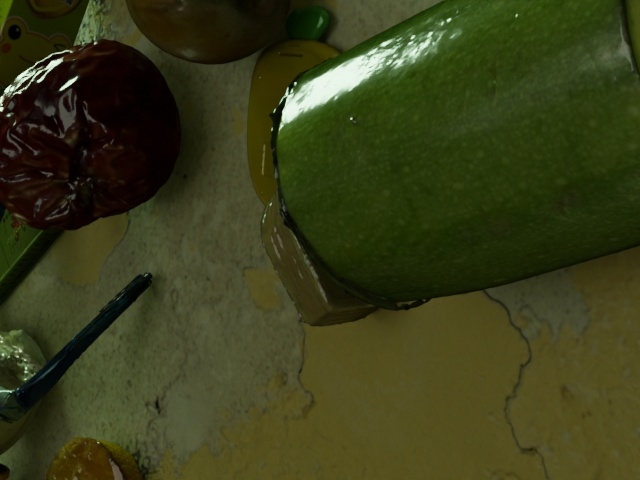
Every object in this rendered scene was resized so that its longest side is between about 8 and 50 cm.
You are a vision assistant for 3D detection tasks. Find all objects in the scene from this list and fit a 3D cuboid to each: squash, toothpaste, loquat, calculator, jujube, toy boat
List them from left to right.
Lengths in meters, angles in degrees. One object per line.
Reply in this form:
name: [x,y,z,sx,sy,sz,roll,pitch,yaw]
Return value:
toothpaste: [-0.381,-0.268,1.732,0.077,0.110,0.328,11,80,45]
jujube: [-0.283,-0.125,1.633,0.232,0.213,0.213,-23,73,24]
loquat: [-0.131,-0.289,1.507,0.227,0.179,0.179,22,105,50]
calculator: [-0.027,-0.144,1.500,0.146,0.032,0.235,10,99,44]
toy boat: [0.000,0.000,1.418,0.061,0.116,0.188,-44,63,43]
squash: [0.171,-0.099,1.153,0.384,0.263,0.263,-21,75,43]

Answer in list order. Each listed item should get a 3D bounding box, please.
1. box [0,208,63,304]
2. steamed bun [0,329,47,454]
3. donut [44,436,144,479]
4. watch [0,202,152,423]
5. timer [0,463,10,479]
box: [-0.424,-0.055,1.880,0.311,0.043,0.173,-43,61,35]
steamed bun: [-0.484,0.167,1.838,0.225,0.200,0.170,36,70,26]
donut: [-0.280,0.339,1.727,0.162,0.065,0.178,-13,80,39]
watch: [-0.396,0.066,1.707,0.276,0.068,0.274,38,81,23]
timer: [-0.531,0.408,1.857,0.233,0.233,0.240,15,97,43]
